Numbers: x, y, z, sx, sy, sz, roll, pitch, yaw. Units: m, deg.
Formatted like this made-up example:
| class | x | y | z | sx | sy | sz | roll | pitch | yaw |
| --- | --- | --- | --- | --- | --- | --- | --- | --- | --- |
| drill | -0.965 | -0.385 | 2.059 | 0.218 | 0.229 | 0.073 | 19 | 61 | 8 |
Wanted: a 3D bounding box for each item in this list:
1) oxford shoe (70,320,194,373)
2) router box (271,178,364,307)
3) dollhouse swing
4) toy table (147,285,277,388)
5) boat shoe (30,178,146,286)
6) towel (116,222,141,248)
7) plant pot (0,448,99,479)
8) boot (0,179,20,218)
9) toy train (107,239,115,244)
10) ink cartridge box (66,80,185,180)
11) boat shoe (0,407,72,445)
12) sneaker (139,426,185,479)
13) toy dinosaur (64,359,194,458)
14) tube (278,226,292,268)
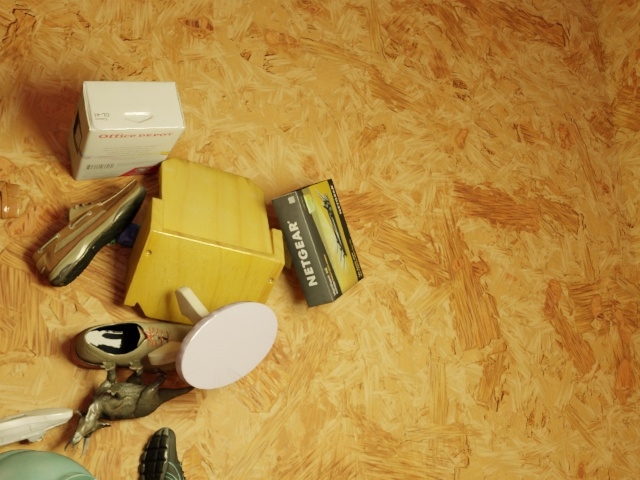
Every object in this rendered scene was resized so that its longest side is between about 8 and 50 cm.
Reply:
| class | x | y | z | sx | sy | sz | roll | pitch | yaw |
| --- | --- | --- | --- | --- | --- | --- | --- | --- | --- |
| oxford shoe | -0.407 | 0.252 | 1.597 | 0.349 | 0.130 | 0.122 | 0 | 69 | -30 |
| router box | 0.000 | 0.000 | 1.827 | 0.243 | 0.081 | 0.308 | -31 | 103 | -63 |
| dollhouse swing | -0.314 | 0.007 | 1.750 | 0.347 | 0.315 | 0.305 | 14 | 26 | -27 |
| toy table | -0.255 | 0.234 | 1.570 | 0.274 | 0.161 | 0.252 | -13 | 104 | -44 |
| boat shoe | -0.565 | -0.038 | 1.622 | 0.120 | 0.122 | 0.324 | 38 | 66 | 2 |
| towel | -0.462 | -0.005 | 1.726 | 0.120 | 0.029 | 0.067 | 19 | 65 | -20 |
| plant pot | -0.536 | 0.554 | 1.307 | 0.293 | 0.196 | 0.292 | 37 | 46 | -50 |
| boot | -0.788 | -0.063 | 1.557 | 0.153 | 0.073 | 0.197 | 10 | 70 | -28 |
| toy train | -0.548 | -0.025 | 1.697 | 0.024 | 0.017 | 0.083 | -22 | 83 | -22 |
| ink cartridge box | -0.487 | -0.266 | 1.646 | 0.226 | 0.306 | 0.131 | -8 | 76 | -30 |
| boat shoe | -0.639 | 0.414 | 1.463 | 0.184 | 0.066 | 0.063 | -7 | 96 | -36 |
| sneaker | -0.356 | 0.572 | 1.544 | 0.106 | 0.101 | 0.267 | 21 | 60 | -44 |
| toy dinosaur | -0.445 | 0.364 | 1.550 | 0.314 | 0.160 | 0.121 | -11 | 43 | -42 |
| tube | -0.075 | -0.041 | 1.925 | 0.070 | 0.062 | 0.240 | 19 | 63 | 15 |
